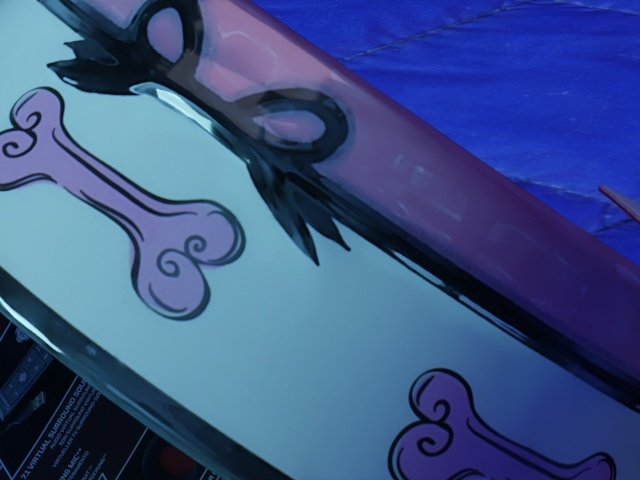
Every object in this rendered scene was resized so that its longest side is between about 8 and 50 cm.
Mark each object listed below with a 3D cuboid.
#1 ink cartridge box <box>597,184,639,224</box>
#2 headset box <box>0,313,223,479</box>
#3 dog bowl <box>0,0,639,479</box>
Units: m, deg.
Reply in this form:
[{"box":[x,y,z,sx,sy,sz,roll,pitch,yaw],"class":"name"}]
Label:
[{"box":[0.265,0.096,0.781,0.261,0.066,0.296,24,13,-21],"class":"ink cartridge box"},{"box":[-0.192,0.060,0.808,0.218,0.293,0.110,23,77,49],"class":"headset box"},{"box":[0.000,0.000,0.812,0.408,0.150,0.408,35,5,-4],"class":"dog bowl"}]
